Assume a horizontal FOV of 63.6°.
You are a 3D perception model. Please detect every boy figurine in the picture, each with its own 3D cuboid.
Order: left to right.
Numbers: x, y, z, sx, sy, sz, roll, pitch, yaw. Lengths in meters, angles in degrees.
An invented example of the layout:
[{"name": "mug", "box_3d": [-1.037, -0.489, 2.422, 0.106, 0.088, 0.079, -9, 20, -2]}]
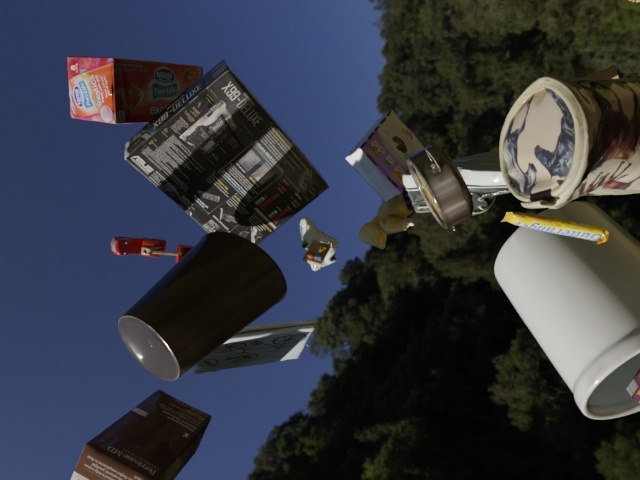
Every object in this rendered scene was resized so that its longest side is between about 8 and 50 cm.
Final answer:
[{"name": "boy figurine", "box_3d": [0.218, -0.078, 1.419, 0.092, 0.285, 0.177, 31, -153, -23]}]

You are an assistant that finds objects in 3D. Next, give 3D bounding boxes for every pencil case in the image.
[{"name": "pencil case", "box_3d": [0.442, -0.132, 0.722, 0.410, 0.160, 0.183, -5, -100, -22]}]

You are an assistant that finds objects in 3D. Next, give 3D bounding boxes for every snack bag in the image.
[{"name": "snack bag", "box_3d": [-0.186, 0.285, 1.375, 0.342, 0.323, 0.037, 108, 154, -63]}]

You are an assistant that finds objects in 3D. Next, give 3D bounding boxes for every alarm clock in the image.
[{"name": "alarm clock", "box_3d": [0.184, -0.091, 0.791, 0.129, 0.064, 0.192, 64, -170, 22]}]

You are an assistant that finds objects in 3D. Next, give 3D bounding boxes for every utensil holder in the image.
[{"name": "utensil holder", "box_3d": [0.624, 0.142, 1.160, 0.327, 0.327, 0.385, 49, -166, -44]}]

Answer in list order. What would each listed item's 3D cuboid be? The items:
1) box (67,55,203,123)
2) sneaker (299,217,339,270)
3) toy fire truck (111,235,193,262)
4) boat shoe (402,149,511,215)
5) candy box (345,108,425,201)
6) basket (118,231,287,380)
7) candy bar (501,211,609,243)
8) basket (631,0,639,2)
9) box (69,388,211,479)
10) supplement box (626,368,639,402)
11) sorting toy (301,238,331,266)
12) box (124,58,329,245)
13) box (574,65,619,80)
[{"name": "box", "box_3d": [-0.374, -0.312, 1.075, 0.257, 0.128, 0.122, -26, -56, -59]}, {"name": "sneaker", "box_3d": [0.000, 0.000, 1.716, 0.232, 0.115, 0.090, 73, -178, -49]}, {"name": "toy fire truck", "box_3d": [-0.452, 0.024, 1.384, 0.192, 0.135, 0.047, 4, -84, -31]}, {"name": "boat shoe", "box_3d": [0.328, -0.116, 1.111, 0.121, 0.335, 0.119, -31, -70, -31]}, {"name": "candy box", "box_3d": [0.185, -0.231, 1.398, 0.165, 0.070, 0.196, 45, -126, -12]}, {"name": "basket", "box_3d": [-0.202, 0.109, 0.858, 0.227, 0.204, 0.154, -45, -39, -44]}, {"name": "candy bar", "box_3d": [0.378, -0.023, 0.831, 0.040, 0.161, 0.018, 67, -141, -67]}, {"name": "basket", "box_3d": [0.601, -0.648, 0.971, 0.299, 0.213, 0.223, -53, -36, 1]}, {"name": "box", "box_3d": [-0.456, 0.549, 1.361, 0.381, 0.191, 0.143, -31, -35, -81]}, {"name": "supplement box", "box_3d": [0.628, 0.270, 0.972, 0.083, 0.055, 0.043, -68, -13, 17]}, {"name": "sorting toy", "box_3d": [-0.021, 0.026, 1.263, 0.012, 0.083, 0.062, 44, -113, -52]}, {"name": "box", "box_3d": [-0.169, -0.141, 0.981, 0.307, 0.242, 0.076, 46, -170, -34]}, {"name": "box", "box_3d": [0.572, -0.271, 1.154, 0.021, 0.201, 0.164, -38, -72, -59]}]
